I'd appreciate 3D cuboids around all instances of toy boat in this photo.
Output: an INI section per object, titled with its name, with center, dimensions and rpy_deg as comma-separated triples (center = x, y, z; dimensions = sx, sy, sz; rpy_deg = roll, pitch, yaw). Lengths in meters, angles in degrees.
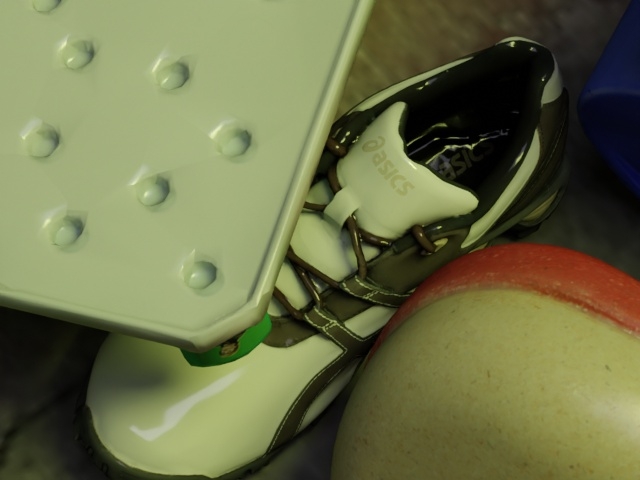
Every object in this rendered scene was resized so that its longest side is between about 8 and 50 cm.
[toy boat]
center = 0.122, 0.080, 0.581
dimensions = 0.231, 0.151, 0.151
rpy_deg = 28, 37, 7

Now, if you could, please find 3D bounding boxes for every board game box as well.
[board game box]
center = -0.142, -0.169, 0.659
dimensions = 0.390, 0.050, 0.390
rpy_deg = 12, 66, 15

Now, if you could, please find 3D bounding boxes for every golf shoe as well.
[golf shoe]
center = 0.000, 0.000, 0.615
dimensions = 0.198, 0.094, 0.077
rpy_deg = -41, 76, -17

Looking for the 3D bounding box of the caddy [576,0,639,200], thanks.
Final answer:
[caddy]
center = 0.243, -0.053, 0.577
dimensions = 0.341, 0.241, 0.179
rpy_deg = 35, 75, 10
